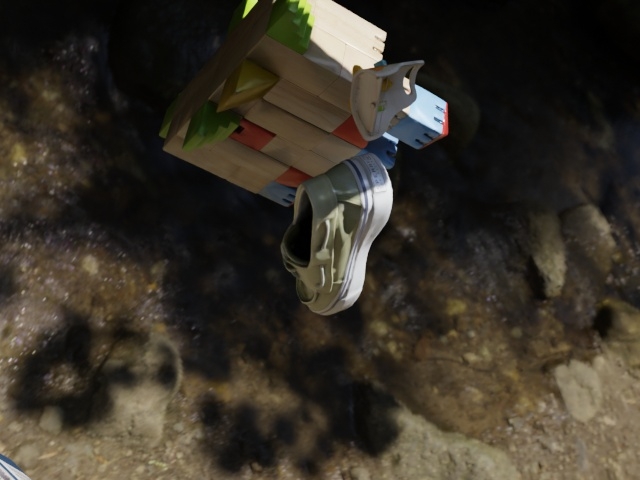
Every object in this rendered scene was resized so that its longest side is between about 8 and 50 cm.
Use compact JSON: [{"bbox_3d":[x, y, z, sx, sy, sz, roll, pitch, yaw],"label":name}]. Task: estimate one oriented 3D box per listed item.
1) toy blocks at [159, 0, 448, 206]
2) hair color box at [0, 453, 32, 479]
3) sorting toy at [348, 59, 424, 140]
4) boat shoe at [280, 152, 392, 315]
[{"bbox_3d":[-0.017,-0.156,1.074,0.261,0.381,0.190,25,58,-23],"label":"toy blocks"},{"bbox_3d":[-0.431,0.404,0.911,0.174,0.105,0.347,27,69,32],"label":"hair color box"},{"bbox_3d":[0.071,-0.153,0.864,0.075,0.083,0.045,-21,53,-24],"label":"sorting toy"},{"bbox_3d":[0.000,0.000,0.992,0.094,0.302,0.109,-11,61,-17],"label":"boat shoe"}]
